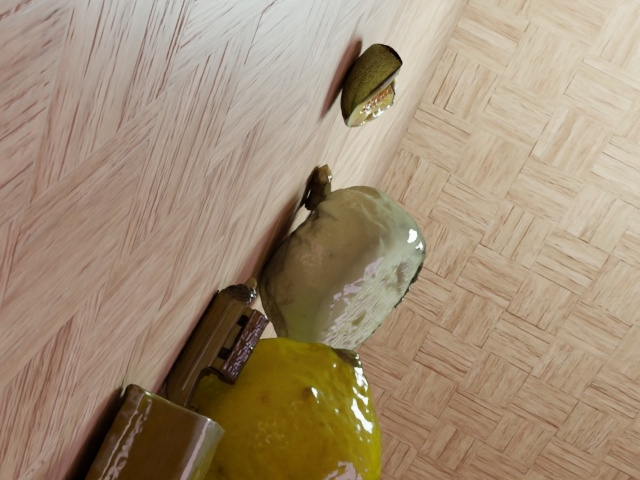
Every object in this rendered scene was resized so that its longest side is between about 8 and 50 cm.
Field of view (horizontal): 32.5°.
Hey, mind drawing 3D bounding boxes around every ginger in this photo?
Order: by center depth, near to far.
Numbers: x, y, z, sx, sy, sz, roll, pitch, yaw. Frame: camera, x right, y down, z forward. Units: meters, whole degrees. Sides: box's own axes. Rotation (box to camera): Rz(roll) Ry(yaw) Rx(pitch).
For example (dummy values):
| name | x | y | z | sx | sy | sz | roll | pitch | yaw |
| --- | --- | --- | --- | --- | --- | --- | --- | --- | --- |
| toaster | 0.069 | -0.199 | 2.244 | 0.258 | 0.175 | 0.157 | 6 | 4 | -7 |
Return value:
| name | x | y | z | sx | sy | sz | roll | pitch | yaw |
| --- | --- | --- | --- | --- | --- | --- | --- | --- | --- |
| ginger | 0.001 | -0.094 | 1.984 | 0.057 | 0.044 | 0.137 | -39 | 162 | -28 |

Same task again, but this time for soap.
| name | x | y | z | sx | sy | sz | roll | pitch | yaw |
| --- | --- | --- | --- | --- | --- | --- | --- | --- | --- |
| soap | -0.235 | 0.326 | 1.323 | 0.259 | 0.143 | 0.281 | 107 | 7 | -78 |

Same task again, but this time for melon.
| name | x | y | z | sx | sy | sz | roll | pitch | yaw |
| --- | --- | --- | --- | --- | --- | --- | --- | --- | --- |
| melon | 0.069 | -0.244 | 1.723 | 0.128 | 0.079 | 0.160 | -43 | 172 | -12 |

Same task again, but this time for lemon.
| name | x | y | z | sx | sy | sz | roll | pitch | yaw |
| --- | --- | --- | --- | --- | --- | --- | --- | --- | --- |
| lemon | -0.074 | 0.317 | 1.676 | 0.387 | 0.350 | 0.350 | -53 | 175 | -3 |

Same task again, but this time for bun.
| name | x | y | z | sx | sy | sz | roll | pitch | yaw |
| --- | --- | --- | --- | --- | --- | --- | --- | --- | --- |
| bun | 0.026 | 0.053 | 1.974 | 0.360 | 0.211 | 0.360 | -44 | 162 | -18 |

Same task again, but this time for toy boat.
| name | x | y | z | sx | sy | sz | roll | pitch | yaw |
| --- | --- | --- | --- | --- | --- | --- | --- | --- | --- |
| toy boat | -0.145 | 0.157 | 1.560 | 0.226 | 0.088 | 0.068 | -61 | 176 | -21 |

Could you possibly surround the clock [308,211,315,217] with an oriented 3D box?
| name | x | y | z | sx | sy | sz | roll | pitch | yaw |
| --- | --- | --- | --- | --- | --- | --- | --- | --- | --- |
| clock | -0.001 | 0.000 | 2.243 | 0.176 | 0.080 | 0.117 | -60 | 174 | -14 |
